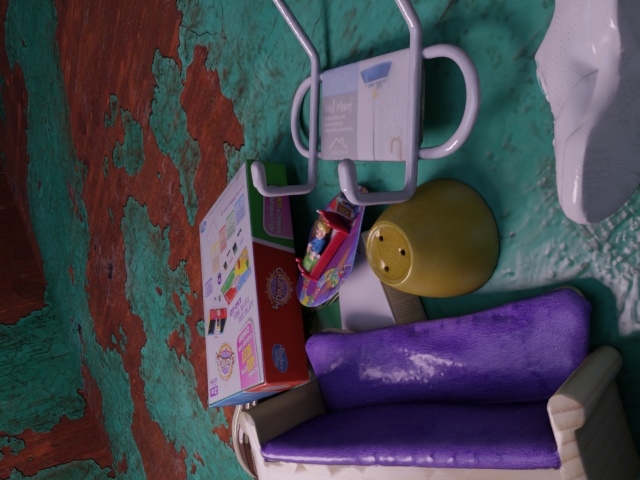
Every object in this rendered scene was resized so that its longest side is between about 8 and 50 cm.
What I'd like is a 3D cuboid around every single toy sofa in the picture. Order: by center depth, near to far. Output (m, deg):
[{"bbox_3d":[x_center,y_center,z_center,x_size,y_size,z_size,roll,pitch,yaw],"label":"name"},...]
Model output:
[{"bbox_3d":[0.094,0.168,0.561,0.363,0.150,0.176,-16,86,38],"label":"toy sofa"}]

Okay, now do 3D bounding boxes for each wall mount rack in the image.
[{"bbox_3d":[0.009,-0.196,0.628,0.350,0.131,0.303,12,104,57],"label":"wall mount rack"}]

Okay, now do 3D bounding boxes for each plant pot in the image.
[{"bbox_3d":[0.106,0.006,0.610,0.134,0.095,0.134,21,118,48],"label":"plant pot"}]

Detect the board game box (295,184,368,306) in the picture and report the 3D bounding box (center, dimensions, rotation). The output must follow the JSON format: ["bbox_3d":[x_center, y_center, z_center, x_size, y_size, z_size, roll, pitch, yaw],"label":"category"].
[{"bbox_3d":[0.000,0.000,0.721,0.133,0.033,0.168,-28,42,53],"label":"board game box"}]

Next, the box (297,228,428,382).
[{"bbox_3d":[0.061,0.168,0.752,0.232,0.059,0.321,-32,73,51],"label":"box"}]

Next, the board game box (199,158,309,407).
[{"bbox_3d":[-0.113,0.075,0.858,0.242,0.064,0.316,-38,54,55],"label":"board game box"}]

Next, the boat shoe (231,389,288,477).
[{"bbox_3d":[-0.093,0.294,0.963,0.095,0.095,0.257,9,108,45],"label":"boat shoe"}]

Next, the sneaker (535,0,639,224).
[{"bbox_3d":[0.213,-0.121,0.464,0.094,0.080,0.212,21,110,61],"label":"sneaker"}]
